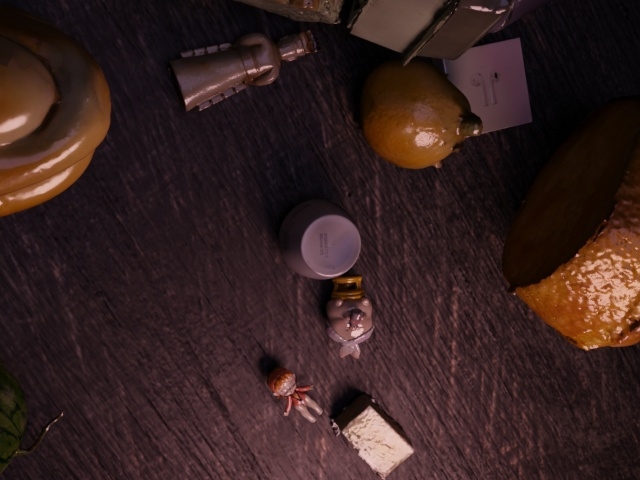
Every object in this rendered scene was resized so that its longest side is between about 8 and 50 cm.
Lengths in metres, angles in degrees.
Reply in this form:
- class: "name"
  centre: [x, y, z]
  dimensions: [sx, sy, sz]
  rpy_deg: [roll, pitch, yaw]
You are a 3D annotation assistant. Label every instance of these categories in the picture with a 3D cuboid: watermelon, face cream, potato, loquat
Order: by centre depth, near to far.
- class: "watermelon"
  centre: [-0.493, 0.254, 1.398]
  dimensions: [0.204, 0.127, 0.232]
  rpy_deg: [-48, 112, -4]
- class: "loquat"
  centre: [0.140, -0.178, 1.494]
  dimensions: [0.149, 0.204, 0.172]
  rpy_deg: [-61, 149, -13]
- class: "face cream"
  centre: [0.000, 0.000, 1.521]
  dimensions: [0.117, 0.104, 0.117]
  rpy_deg: [-3, 100, -17]
- class: "potato"
  centre: [0.081, 0.303, 1.617]
  dimensions: [0.086, 0.061, 0.122]
  rpy_deg: [-44, 107, -4]

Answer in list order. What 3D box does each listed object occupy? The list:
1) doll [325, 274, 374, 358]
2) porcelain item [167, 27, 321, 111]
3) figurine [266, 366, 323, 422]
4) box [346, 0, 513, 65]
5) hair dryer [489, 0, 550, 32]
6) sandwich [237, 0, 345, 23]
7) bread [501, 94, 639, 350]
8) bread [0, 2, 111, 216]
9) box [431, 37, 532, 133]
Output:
- class: "doll"
  centre: [0.046, 0.117, 1.564]
  dimensions: [0.073, 0.084, 0.127]
  rpy_deg: [-5, 93, -15]
- class: "porcelain item"
  centre: [-0.105, -0.253, 1.476]
  dimensions: [0.213, 0.054, 0.084]
  rpy_deg: [-22, 107, -12]
- class: "figurine"
  centre: [-0.040, 0.234, 1.577]
  dimensions: [0.064, 0.047, 0.109]
  rpy_deg: [-49, 118, -13]
- class: "box"
  centre: [0.148, -0.353, 1.323]
  dimensions: [0.166, 0.290, 0.221]
  rpy_deg: [16, 84, -7]
- class: "hair dryer"
  centre: [0.250, -0.495, 1.533]
  dimensions: [0.301, 0.121, 0.361]
  rpy_deg: [-22, 99, -22]
- class: "sandwich"
  centre: [-0.102, -0.371, 1.350]
  dimensions: [0.325, 0.262, 0.131]
  rpy_deg: [9, 100, -18]
- class: "bread"
  centre: [0.443, -0.031, 1.524]
  dimensions: [0.215, 0.398, 0.398]
  rpy_deg: [31, 89, -11]
- class: "bread"
  centre: [-0.458, -0.200, 1.240]
  dimensions: [0.423, 0.245, 0.329]
  rpy_deg: [14, 69, -25]
- class: "box"
  centre: [0.245, -0.231, 1.588]
  dimensions: [0.130, 0.051, 0.129]
  rpy_deg: [-14, 103, -15]
